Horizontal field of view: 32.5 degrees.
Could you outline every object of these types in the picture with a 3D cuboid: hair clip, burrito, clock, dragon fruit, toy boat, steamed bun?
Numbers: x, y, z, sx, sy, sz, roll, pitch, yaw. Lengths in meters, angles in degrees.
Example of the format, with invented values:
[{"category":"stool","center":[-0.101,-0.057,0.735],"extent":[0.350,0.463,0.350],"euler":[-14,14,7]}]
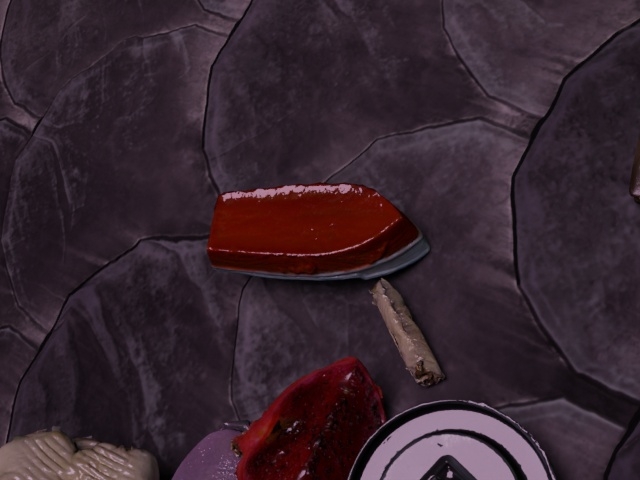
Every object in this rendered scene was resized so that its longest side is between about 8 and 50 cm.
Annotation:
[{"category":"hair clip","center":[-0.177,0.423,1.578],"extent":[0.110,0.095,0.359],"euler":[-17,53,49]},{"category":"burrito","center":[0.121,0.129,1.570],"extent":[0.185,0.041,0.045],"euler":[65,147,35]},{"category":"clock","center":[0.168,0.343,1.392],"extent":[0.280,0.055,0.281],"euler":[-7,67,18]},{"category":"dragon fruit","center":[-0.024,0.300,1.528],"extent":[0.211,0.134,0.262],"euler":[0,51,44]},{"category":"toy boat","center":[0.000,0.000,1.662],"extent":[0.332,0.133,0.145],"euler":[-1,61,20]},{"category":"steamed bun","center":[-0.373,0.433,1.608],"extent":[0.268,0.207,0.280],"euler":[1,37,-4]}]

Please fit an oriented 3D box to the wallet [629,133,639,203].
[{"category":"wallet","center":[0.513,-0.095,1.445],"extent":[0.198,0.031,0.110],"euler":[4,70,33]}]
